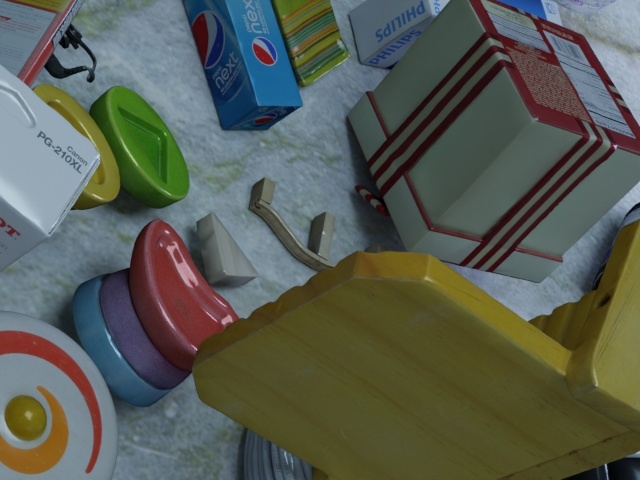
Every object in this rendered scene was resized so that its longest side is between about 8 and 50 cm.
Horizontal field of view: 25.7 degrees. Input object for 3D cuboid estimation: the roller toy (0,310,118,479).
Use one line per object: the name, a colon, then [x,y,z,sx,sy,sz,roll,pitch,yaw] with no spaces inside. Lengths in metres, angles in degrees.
roller toy: [-0.267,0.162,1.133,0.191,0.146,0.209,-2,71,-43]

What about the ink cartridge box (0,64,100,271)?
ink cartridge box: [-0.318,-0.046,1.129,0.172,0.237,0.100,42,46,-19]

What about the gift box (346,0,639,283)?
gift box: [0.201,-0.119,1.652,0.255,0.258,0.276,17,38,-34]

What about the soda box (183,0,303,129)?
soda box: [-0.094,-0.231,1.561,0.071,0.067,0.210,-5,72,-45]

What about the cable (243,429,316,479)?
cable: [0.040,0.241,1.425,0.257,0.089,0.257,47,44,-13]

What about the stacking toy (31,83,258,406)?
stacking toy: [-0.203,0.001,1.347,0.309,0.130,0.279,58,17,-7]

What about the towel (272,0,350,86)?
towel: [-0.028,-0.304,1.631,0.102,0.021,0.237,-45,124,-47]

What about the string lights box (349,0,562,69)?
string lights box: [0.179,-0.266,1.788,0.259,0.133,0.077,6,66,-42]

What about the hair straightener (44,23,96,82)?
hair straightener: [-0.277,-0.239,1.367,0.089,0.047,0.230,-18,61,-47]

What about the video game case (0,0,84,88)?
video game case: [-0.315,-0.242,1.285,0.204,0.025,0.285,16,56,10]

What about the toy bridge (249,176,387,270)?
toy bridge: [0.000,0.000,1.558,0.188,0.026,0.063,30,53,-29]

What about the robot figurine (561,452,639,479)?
robot figurine: [0.335,0.329,1.598,0.173,0.209,0.278,7,63,-16]

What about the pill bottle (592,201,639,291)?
pill bottle: [0.459,0.018,1.909,0.123,0.123,0.219,50,44,-12]

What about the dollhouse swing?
dollhouse swing: [0.113,0.070,1.265,0.305,0.347,0.315,45,45,-14]

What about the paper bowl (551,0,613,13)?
paper bowl: [0.349,-0.465,2.041,0.284,0.148,0.284,21,55,-34]
